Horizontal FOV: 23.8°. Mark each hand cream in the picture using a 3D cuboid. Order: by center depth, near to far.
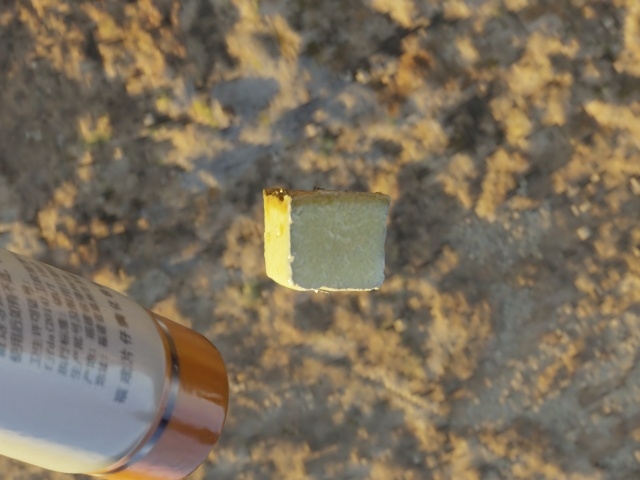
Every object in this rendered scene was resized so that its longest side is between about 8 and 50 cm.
[{"bbox_3d":[-0.161,0.039,0.654,0.089,0.140,0.314,-46,139,9],"label":"hand cream"}]

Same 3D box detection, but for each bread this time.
[{"bbox_3d":[0.000,0.000,1.174,0.080,0.109,0.084,0,94,-14],"label":"bread"}]
